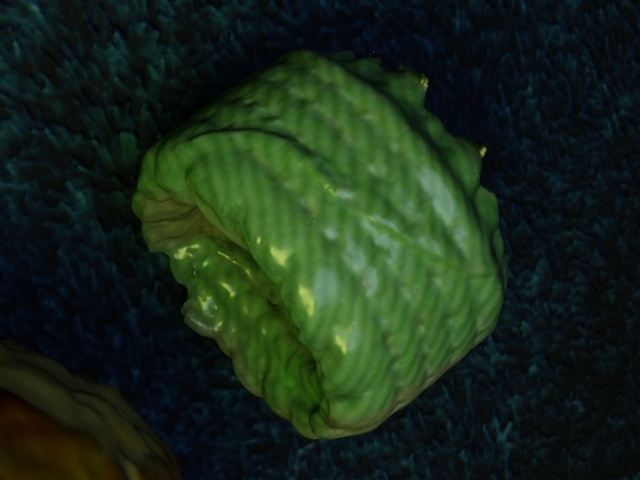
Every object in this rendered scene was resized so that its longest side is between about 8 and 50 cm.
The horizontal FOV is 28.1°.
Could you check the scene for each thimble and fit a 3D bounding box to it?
[{"bbox_3d":[0.000,0.000,0.749,0.150,0.219,0.219,-37,116,-21],"label":"thimble"}]

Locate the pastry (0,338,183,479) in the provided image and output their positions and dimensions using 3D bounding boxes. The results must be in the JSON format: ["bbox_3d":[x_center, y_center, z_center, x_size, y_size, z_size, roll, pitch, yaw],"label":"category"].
[{"bbox_3d":[-0.216,0.222,0.592,0.388,0.312,0.389,-8,107,-28],"label":"pastry"}]
